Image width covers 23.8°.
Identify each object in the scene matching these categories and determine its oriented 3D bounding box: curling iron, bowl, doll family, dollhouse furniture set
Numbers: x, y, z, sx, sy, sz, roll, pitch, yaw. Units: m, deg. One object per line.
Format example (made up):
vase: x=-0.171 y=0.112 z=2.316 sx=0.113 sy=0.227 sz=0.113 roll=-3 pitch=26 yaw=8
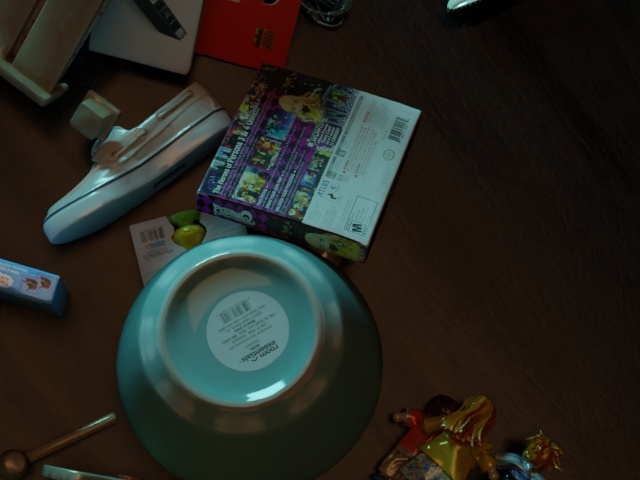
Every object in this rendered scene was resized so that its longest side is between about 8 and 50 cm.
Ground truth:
curling iron: x=-0.007 y=-0.404 z=1.925 sx=0.068 sy=0.035 sz=0.274 roll=-6 pitch=82 yaw=-7
bowl: x=-0.085 y=0.118 z=1.694 sx=0.311 sy=0.163 sz=0.311 roll=-1 pitch=72 yaw=2
doll family: x=0.197 y=0.281 z=1.794 sx=0.263 sy=0.118 sz=0.163 roll=39 pitch=79 yaw=2
dollhouse furniture set: x=-0.298 y=-0.352 z=1.788 sx=0.355 sy=0.174 sz=0.303 roll=38 pitch=118 yaw=3

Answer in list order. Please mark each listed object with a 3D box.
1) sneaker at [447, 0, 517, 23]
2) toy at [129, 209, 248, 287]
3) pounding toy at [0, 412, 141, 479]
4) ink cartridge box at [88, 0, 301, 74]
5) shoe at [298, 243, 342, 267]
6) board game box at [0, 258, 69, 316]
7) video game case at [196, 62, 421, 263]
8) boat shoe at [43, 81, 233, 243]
sneaker: x=0.221 y=-0.337 z=1.935 sx=0.161 sy=0.057 sz=0.075 roll=-29 pitch=68 yaw=-8
toy: x=-0.135 y=0.079 z=1.827 sx=0.137 sy=0.056 sz=0.237 roll=-15 pitch=78 yaw=-4
pounding toy: x=-0.240 y=0.273 z=1.735 sx=0.269 sy=0.154 sz=0.155 roll=12 pitch=80 yaw=-4
ink cartridge box: x=-0.135 y=-0.321 z=1.800 sx=0.239 sy=0.275 sz=0.060 roll=14 pitch=37 yaw=-3
shoe: x=0.000 y=0.000 z=1.841 sx=0.058 sy=0.076 sz=0.219 roll=16 pitch=82 yaw=-8
board game box: x=-0.401 y=0.036 z=1.754 sx=0.211 sy=0.160 sz=0.039 roll=15 pitch=81 yaw=-3
video game case: x=-0.010 y=-0.097 z=1.806 sx=0.210 sy=0.042 sz=0.232 roll=17 pitch=52 yaw=6
boat shoe: x=-0.230 y=-0.097 z=1.827 sx=0.267 sy=0.096 sz=0.088 roll=-36 pitch=82 yaw=-11
